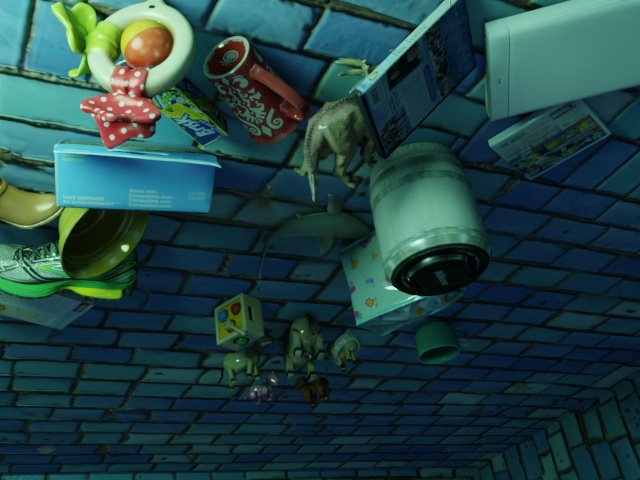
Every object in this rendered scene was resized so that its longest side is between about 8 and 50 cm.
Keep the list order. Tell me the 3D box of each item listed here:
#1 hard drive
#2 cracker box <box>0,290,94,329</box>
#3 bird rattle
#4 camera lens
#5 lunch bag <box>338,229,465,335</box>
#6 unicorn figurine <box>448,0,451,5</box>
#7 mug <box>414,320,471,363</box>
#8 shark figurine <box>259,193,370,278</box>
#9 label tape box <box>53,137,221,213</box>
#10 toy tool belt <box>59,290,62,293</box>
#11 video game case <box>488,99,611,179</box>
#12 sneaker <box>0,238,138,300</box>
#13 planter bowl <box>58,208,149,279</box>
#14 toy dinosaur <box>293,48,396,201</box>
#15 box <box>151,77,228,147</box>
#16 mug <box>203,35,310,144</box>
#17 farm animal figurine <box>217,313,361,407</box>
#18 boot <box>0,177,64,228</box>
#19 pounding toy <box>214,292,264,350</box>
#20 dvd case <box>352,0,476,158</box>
[{"bbox_3d":[0.479,-0.344,1.338,0.353,0.047,0.233,-14,147,5],"label":"hard drive"},{"bbox_3d":[-0.679,0.130,1.745,0.155,0.067,0.232,-32,140,32],"label":"cracker box"},{"bbox_3d":[-0.282,-0.272,1.090,0.207,0.253,0.143,-34,148,-7],"label":"bird rattle"},{"bbox_3d":[0.223,-0.038,1.530,0.219,0.274,0.219,-6,147,-4],"label":"camera lens"},{"bbox_3d":[0.200,0.074,1.745,0.262,0.223,0.160,-28,149,23],"label":"lunch bag"},{"bbox_3d":[0.203,-0.455,1.096,0.111,0.060,0.162,-25,128,24],"label":"unicorn figurine"},{"bbox_3d":[0.368,0.308,2.263,0.157,0.097,0.129,3,145,-20],"label":"mug"},{"bbox_3d":[-0.026,-0.003,1.673,0.278,0.116,0.166,-14,146,4],"label":"shark figurine"},{"bbox_3d":[-0.317,-0.108,1.250,0.249,0.347,0.115,2,101,-17],"label":"label tape box"},{"bbox_3d":[-0.603,0.079,1.681,0.052,0.083,0.051,-4,134,10],"label":"toy tool belt"},{"bbox_3d":[0.486,-0.219,1.555,0.201,0.023,0.183,-32,141,29],"label":"video game case"},{"bbox_3d":[-0.568,0.035,1.600,0.343,0.134,0.146,3,131,-23],"label":"sneaker"},{"bbox_3d":[-0.461,-0.033,1.495,0.217,0.090,0.217,-42,156,-24],"label":"planter bowl"},{"bbox_3d":[0.040,-0.211,1.283,0.127,0.296,0.200,31,149,19],"label":"toy dinosaur"},{"bbox_3d":[-0.237,-0.238,1.307,0.059,0.054,0.169,-24,144,20],"label":"box"},{"bbox_3d":[-0.101,-0.263,1.254,0.150,0.113,0.169,-13,144,25],"label":"mug"},{"bbox_3d":[-0.093,0.333,2.138,0.330,0.172,0.327,20,125,-27],"label":"farm animal figurine"},{"bbox_3d":[-0.610,-0.092,1.422,0.197,0.073,0.152,-10,143,-5],"label":"boot"},{"bbox_3d":[-0.217,0.221,1.936,0.130,0.141,0.100,-31,141,29],"label":"pounding toy"},{"bbox_3d":[0.168,-0.277,1.254,0.253,0.022,0.180,-46,147,-10],"label":"dvd case"}]
